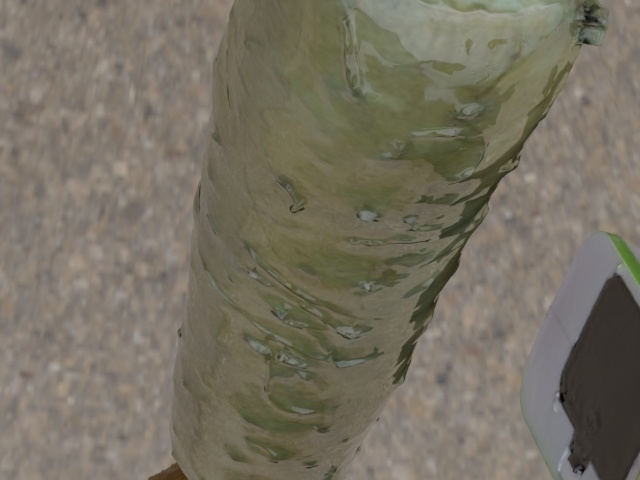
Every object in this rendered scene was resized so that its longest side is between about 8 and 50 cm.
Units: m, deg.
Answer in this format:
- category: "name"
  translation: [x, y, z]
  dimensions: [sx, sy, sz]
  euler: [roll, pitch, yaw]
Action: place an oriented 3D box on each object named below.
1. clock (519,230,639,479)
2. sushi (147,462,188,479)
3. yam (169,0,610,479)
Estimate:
- category: "clock"
  translation: [0.307, 0.123, 1.184]
  dimensions: [0.310, 0.235, 0.166]
  euler: [12, 117, -21]
- category: "sushi"
  translation: [-0.132, 0.287, 1.672]
  dimensions: [0.287, 0.140, 0.149]
  euler: [-30, 138, 11]
- category: "yam"
  translation: [0.000, 0.000, 0.554]
  dimensions: [0.083, 0.083, 0.371]
  euler: [8, 157, -6]
